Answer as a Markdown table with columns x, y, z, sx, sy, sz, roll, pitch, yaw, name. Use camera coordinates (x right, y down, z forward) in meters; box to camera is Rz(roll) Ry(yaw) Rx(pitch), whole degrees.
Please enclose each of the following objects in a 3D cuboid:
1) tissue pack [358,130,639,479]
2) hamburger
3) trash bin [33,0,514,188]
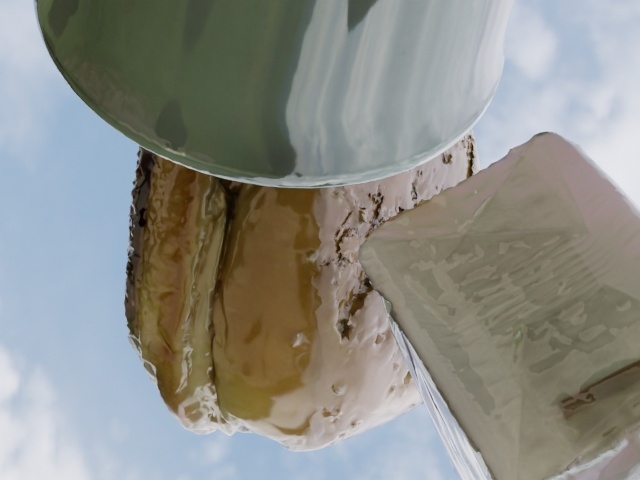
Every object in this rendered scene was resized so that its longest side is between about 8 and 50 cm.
| x | y | z | sx | sy | sz | roll | pitch | yaw | name |
| --- | --- | --- | --- | --- | --- | --- | --- | --- | --- |
| 0.126 | 0.098 | 0.790 | 0.124 | 0.225 | 0.185 | -27 | -141 | -1 | tissue pack |
| -0.003 | -0.003 | 1.269 | 0.174 | 0.304 | 0.284 | 5 | -82 | 27 | hamburger |
| -0.002 | -0.231 | 0.962 | 0.432 | 0.280 | 0.280 | 105 | -34 | -49 | trash bin |
